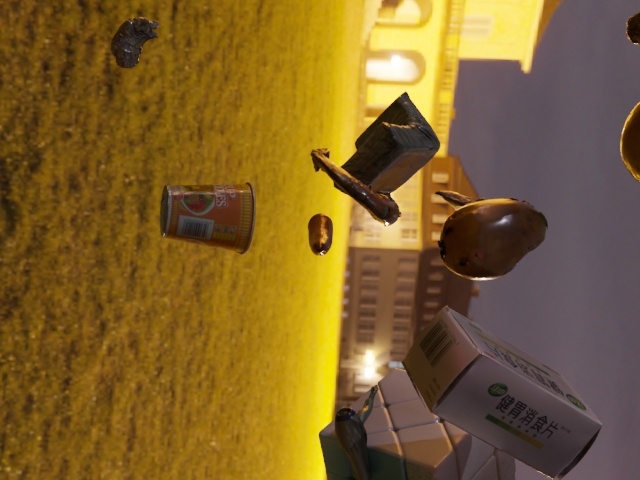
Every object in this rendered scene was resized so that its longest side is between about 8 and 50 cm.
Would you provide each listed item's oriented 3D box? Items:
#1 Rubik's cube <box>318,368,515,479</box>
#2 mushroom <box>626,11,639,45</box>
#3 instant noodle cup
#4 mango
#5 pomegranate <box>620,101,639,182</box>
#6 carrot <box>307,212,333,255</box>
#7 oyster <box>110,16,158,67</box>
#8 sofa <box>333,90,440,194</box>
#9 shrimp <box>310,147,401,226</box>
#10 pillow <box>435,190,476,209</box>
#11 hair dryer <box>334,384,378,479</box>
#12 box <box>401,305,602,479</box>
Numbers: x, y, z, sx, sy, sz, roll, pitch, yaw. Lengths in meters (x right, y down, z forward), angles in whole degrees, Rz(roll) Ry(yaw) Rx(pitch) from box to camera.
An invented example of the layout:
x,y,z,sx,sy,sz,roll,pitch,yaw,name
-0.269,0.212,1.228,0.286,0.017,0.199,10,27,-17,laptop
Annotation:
x,y,z,sx,sy,sz,roll,pitch,yaw,name
0.229,0.521,1.854,0.319,0.322,0.315,-30,119,-44,Rubik's cube
0.775,-0.525,1.683,0.267,0.255,0.267,7,90,-73,mushroom
-0.251,-0.055,1.785,0.168,0.185,0.168,-175,-90,-72,instant noodle cup
0.332,-0.008,1.546,0.151,0.249,0.156,-45,-116,47,mango
0.998,-0.280,2.229,0.338,0.338,0.338,3,90,-89,pomegranate
0.000,0.000,1.776,0.066,0.062,0.271,-50,-168,16,carrot
-0.282,-0.308,1.259,0.038,0.081,0.083,131,-52,-61,oyster
0.134,-0.224,1.902,0.210,0.225,0.176,-44,-110,34,sofa
0.072,-0.105,1.618,0.054,0.222,0.290,-52,167,8,shrimp
0.345,-0.079,1.894,0.043,0.118,0.185,-64,152,2,pillow
0.094,0.414,1.746,0.199,0.068,0.167,-22,104,-64,hair dryer
0.330,0.279,1.484,0.145,0.333,0.173,-53,-156,14,box
